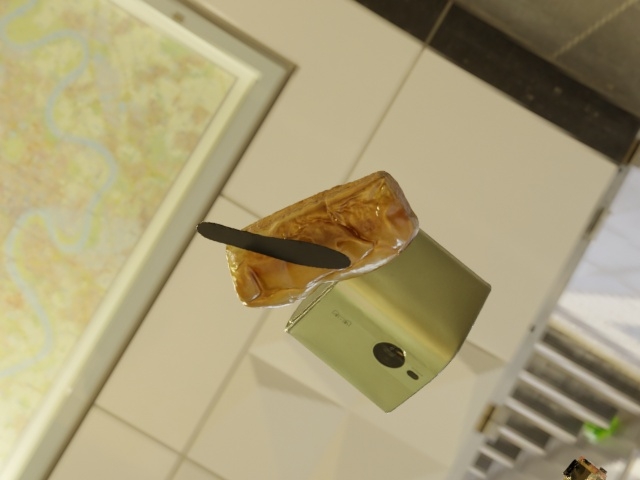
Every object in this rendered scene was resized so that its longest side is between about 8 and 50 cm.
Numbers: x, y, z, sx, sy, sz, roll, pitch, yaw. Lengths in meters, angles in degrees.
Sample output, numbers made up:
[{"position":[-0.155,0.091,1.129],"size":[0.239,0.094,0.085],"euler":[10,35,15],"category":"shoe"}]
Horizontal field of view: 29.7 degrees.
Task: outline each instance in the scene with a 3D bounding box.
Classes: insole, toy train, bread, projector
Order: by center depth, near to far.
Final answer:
[{"position":[-0.068,0.008,1.737],"size":[0.232,0.003,0.080],"euler":[13,153,7],"category":"insole"},{"position":[0.000,0.000,1.850],"size":[0.132,0.294,0.167],"euler":[62,-171,-15],"category":"bread"},{"position":[0.408,0.417,1.955],"size":[0.087,0.138,0.050],"euler":[37,-177,-44],"category":"toy train"},{"position":[0.121,0.122,2.173],"size":[0.249,0.248,0.248],"euler":[39,136,-4],"category":"projector"}]
